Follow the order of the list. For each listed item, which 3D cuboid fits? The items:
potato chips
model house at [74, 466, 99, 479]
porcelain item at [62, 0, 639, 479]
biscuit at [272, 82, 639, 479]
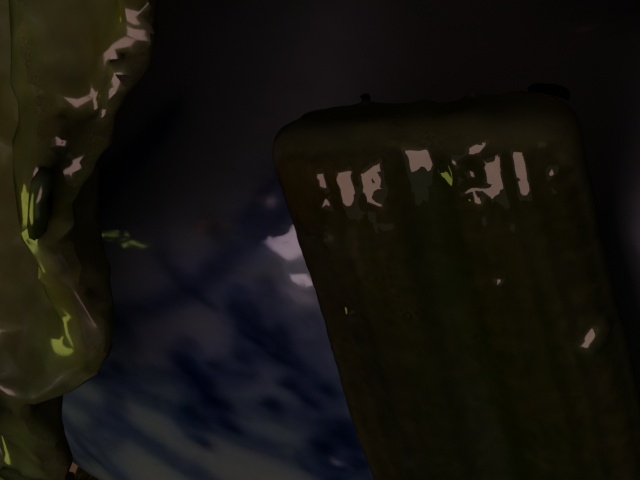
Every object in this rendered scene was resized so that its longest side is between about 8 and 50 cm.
[{"bbox_3d":[-0.137,-0.092,0.594,0.373,0.097,0.389,29,120,49],"label":"potato chips"},{"bbox_3d":[-0.039,0.182,0.996,0.214,0.195,0.189,7,114,8],"label":"model house"},{"bbox_3d":[0.000,0.000,0.718,0.405,0.178,0.242,-3,131,35],"label":"porcelain item"},{"bbox_3d":[0.062,0.083,0.608,0.099,0.038,0.322,0,132,20],"label":"biscuit"}]
